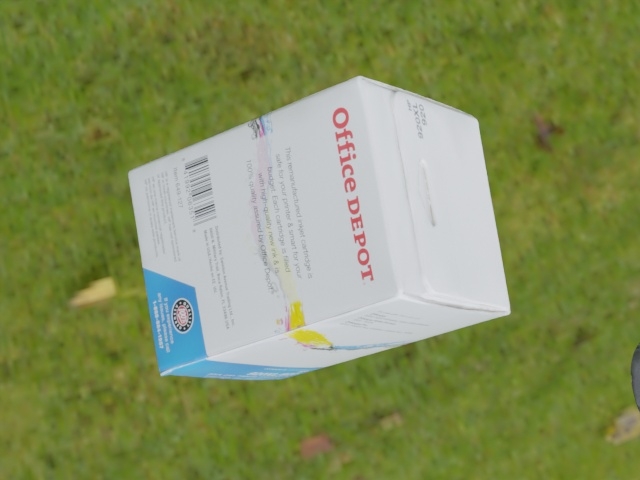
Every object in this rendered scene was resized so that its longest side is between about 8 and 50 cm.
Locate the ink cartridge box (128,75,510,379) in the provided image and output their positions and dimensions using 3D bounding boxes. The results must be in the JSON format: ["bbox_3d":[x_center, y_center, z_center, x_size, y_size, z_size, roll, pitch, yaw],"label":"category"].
[{"bbox_3d":[0.000,0.000,1.376,0.232,0.171,0.168,-18,164,33],"label":"ink cartridge box"}]

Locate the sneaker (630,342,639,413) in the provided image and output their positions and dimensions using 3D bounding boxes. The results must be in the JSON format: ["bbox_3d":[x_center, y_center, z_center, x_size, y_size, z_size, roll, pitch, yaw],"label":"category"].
[{"bbox_3d":[0.242,0.149,1.133,0.072,0.178,0.077,-5,169,13],"label":"sneaker"}]
